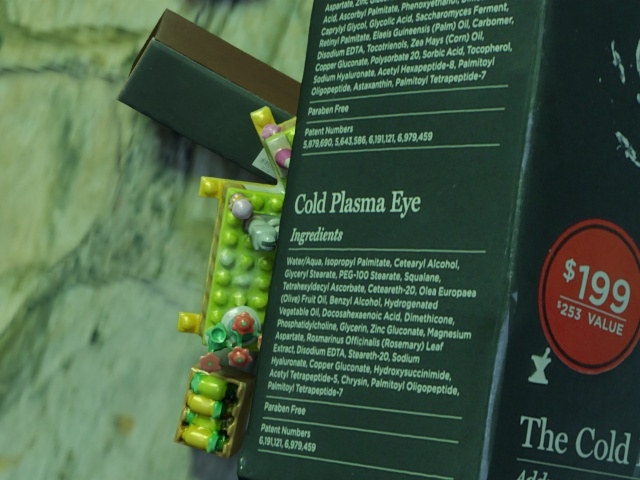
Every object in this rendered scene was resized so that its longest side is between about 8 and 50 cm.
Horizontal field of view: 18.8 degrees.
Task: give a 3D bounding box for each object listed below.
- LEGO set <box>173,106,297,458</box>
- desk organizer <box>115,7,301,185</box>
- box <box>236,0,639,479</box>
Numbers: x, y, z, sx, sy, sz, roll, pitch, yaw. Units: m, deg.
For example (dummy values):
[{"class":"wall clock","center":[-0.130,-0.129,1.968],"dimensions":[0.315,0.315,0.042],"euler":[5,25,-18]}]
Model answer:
[{"class":"LEGO set","center":[0.000,0.000,1.071],"dimensions":[0.287,0.107,0.132],"euler":[-46,108,2]},{"class":"desk organizer","center":[-0.049,-0.080,1.138],"dimensions":[0.130,0.050,0.047],"euler":[29,118,-11]},{"class":"box","center":[0.162,-0.004,0.979],"dimensions":[0.343,0.179,0.312],"euler":[13,82,-38]}]
